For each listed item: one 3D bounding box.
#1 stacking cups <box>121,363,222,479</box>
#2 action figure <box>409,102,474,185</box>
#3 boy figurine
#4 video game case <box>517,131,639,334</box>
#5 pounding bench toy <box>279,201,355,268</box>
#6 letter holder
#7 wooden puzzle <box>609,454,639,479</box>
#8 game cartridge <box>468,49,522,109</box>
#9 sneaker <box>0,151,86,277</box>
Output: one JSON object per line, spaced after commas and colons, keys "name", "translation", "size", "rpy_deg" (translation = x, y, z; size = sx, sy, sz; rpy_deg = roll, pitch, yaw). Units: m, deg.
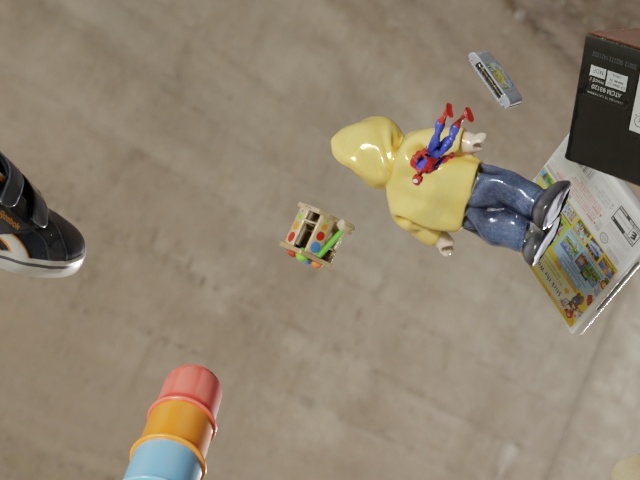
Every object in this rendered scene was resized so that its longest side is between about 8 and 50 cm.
{"name": "stacking cups", "translation": [-0.152, 0.244, 1.531], "size": [0.096, 0.096, 0.316], "rpy_deg": [23, -143, -3]}
{"name": "action figure", "translation": [0.122, -0.096, 1.623], "size": [0.038, 0.030, 0.115], "rpy_deg": [6, 143, -21]}
{"name": "boy figurine", "translation": [0.144, -0.062, 1.832], "size": [0.285, 0.092, 0.177], "rpy_deg": [22, 129, 21]}
{"name": "video game case", "translation": [0.371, -0.015, 2.222], "size": [0.026, 0.206, 0.227], "rpy_deg": [5, -138, -39]}
{"name": "pounding bench toy", "translation": [0.000, 0.000, 1.819], "size": [0.052, 0.065, 0.083], "rpy_deg": [26, 177, -32]}
{"name": "letter holder", "translation": [0.462, -0.130, 1.700], "size": [0.214, 0.152, 0.302], "rpy_deg": [-12, -153, -40]}
{"name": "wooden puzzle", "translation": [0.568, 0.332, 2.000], "size": [0.348, 0.080, 0.322], "rpy_deg": [-10, -159, 4]}
{"name": "game cartridge", "translation": [0.220, -0.202, 1.931], "size": [0.083, 0.017, 0.056], "rpy_deg": [56, -156, 6]}
{"name": "sneaker", "translation": [-0.399, -0.048, 1.869], "size": [0.321, 0.127, 0.126], "rpy_deg": [17, -158, -44]}
